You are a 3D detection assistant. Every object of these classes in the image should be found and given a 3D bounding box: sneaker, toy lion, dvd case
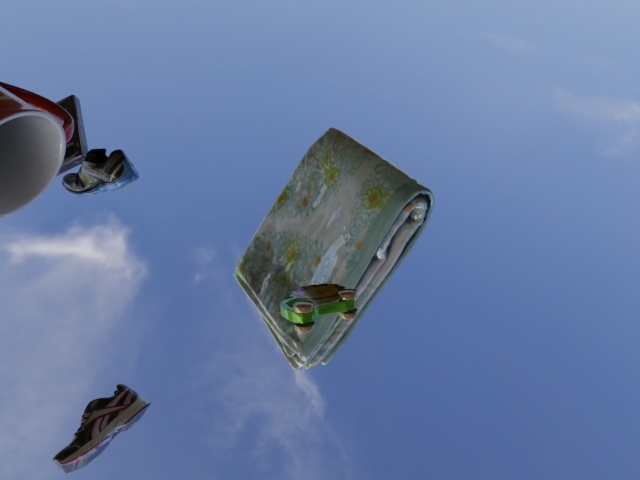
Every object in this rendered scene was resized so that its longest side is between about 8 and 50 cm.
[{"bbox_3d":[-0.384,0.316,0.915,0.077,0.072,0.178,40,-146,10],"label":"sneaker"},{"bbox_3d":[-0.402,-0.126,0.966,0.188,0.078,0.067,-6,-160,36],"label":"sneaker"},{"bbox_3d":[-0.007,0.075,0.659,0.100,0.034,0.096,-12,-166,-32],"label":"toy lion"},{"bbox_3d":[-0.631,-0.203,1.181,0.238,0.029,0.179,-24,-115,7],"label":"dvd case"}]

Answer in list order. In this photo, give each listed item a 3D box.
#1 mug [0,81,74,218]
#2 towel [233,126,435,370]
[{"bbox_3d":[-0.336,-0.110,0.500,0.169,0.150,0.113,34,-85,7],"label":"mug"},{"bbox_3d":[0.000,0.000,0.968,0.090,0.375,0.320,25,-166,-41],"label":"towel"}]
